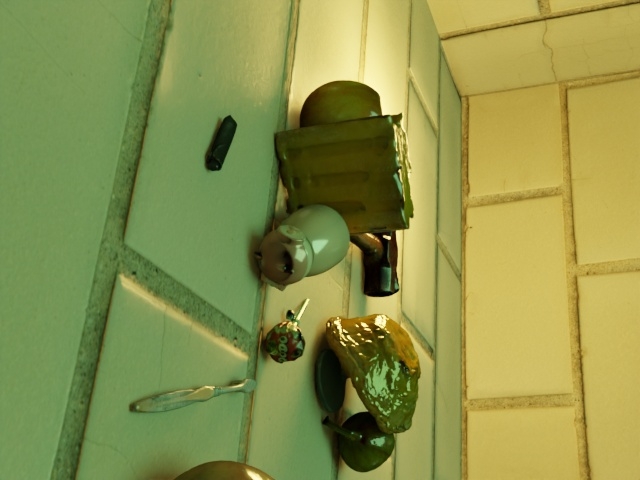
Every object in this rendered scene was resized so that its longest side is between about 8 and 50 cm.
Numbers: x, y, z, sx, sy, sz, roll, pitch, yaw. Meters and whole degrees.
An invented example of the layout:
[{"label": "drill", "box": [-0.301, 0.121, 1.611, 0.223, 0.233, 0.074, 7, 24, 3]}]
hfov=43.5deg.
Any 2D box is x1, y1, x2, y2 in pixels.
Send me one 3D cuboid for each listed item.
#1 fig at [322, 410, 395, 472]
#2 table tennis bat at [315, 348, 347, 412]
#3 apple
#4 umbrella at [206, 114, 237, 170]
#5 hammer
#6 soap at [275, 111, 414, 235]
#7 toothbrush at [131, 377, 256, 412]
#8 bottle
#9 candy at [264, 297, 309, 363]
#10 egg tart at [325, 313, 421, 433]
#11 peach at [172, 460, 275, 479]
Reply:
[{"label": "fig", "box": [0.105, 0.481, 1.960, 0.148, 0.142, 0.186, 57, -6, 24]}, {"label": "table tennis bat", "box": [0.043, 0.336, 1.984, 0.244, 0.040, 0.153, -6, 86, -67]}, {"label": "apple", "box": [0.064, -0.273, 1.947, 0.237, 0.207, 0.237, -3, 90, -70]}, {"label": "umbrella", "box": [-0.186, -0.183, 1.511, 0.036, 0.031, 0.133, 38, 45, -28]}, {"label": "hammer", "box": [0.115, -0.003, 2.194, 0.409, 0.095, 0.243, 37, 51, -61]}, {"label": "soap", "box": [0.059, -0.141, 1.798, 0.143, 0.281, 0.260, -38, 121, -69]}, {"label": "toothbrush", "box": [-0.202, 0.260, 1.354, 0.375, 0.037, 0.028, 11, 74, -68]}, {"label": "bottle", "box": [-0.048, 0.017, 1.683, 0.236, 0.147, 0.148, -30, 113, -59]}, {"label": "candy", "box": [-0.052, 0.178, 1.735, 0.288, 0.084, 0.078, -57, 134, -70]}, {"label": "egg tart", "box": [0.153, 0.309, 1.969, 0.351, 0.153, 0.340, 36, 25, -52]}, {"label": "peach", "box": [-0.138, 0.467, 1.191, 0.292, 0.247, 0.292, 59, 6, -10]}]
